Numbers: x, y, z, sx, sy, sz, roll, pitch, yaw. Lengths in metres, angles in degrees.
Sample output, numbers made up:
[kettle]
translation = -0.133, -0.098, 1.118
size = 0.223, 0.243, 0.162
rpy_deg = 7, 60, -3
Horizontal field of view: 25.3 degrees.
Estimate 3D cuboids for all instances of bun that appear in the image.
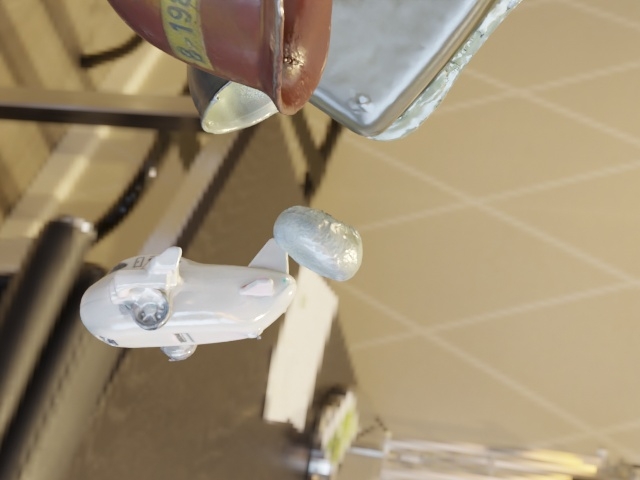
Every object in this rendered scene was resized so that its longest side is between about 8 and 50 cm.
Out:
[bun]
translation = 0.000, 0.000, 1.147
size = 0.045, 0.083, 0.083
rpy_deg = -61, 152, -11

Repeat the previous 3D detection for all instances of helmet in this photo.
[helmet]
translation = -0.048, -0.138, 0.623
size = 0.175, 0.106, 0.155
rpy_deg = 71, 28, -66

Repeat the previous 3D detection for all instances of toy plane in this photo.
[toy plane]
translation = -0.152, 0.066, 1.633
size = 0.252, 0.252, 0.118
rpy_deg = 40, 42, -63

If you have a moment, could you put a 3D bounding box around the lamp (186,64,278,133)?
[lamp]
translation = -0.107, -0.247, 1.469
size = 0.147, 0.172, 0.227
rpy_deg = -9, 65, -57

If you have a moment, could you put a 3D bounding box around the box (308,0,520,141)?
[box]
translation = -0.003, -0.219, 0.924
size = 0.220, 0.290, 0.166
rpy_deg = -51, -173, 27
